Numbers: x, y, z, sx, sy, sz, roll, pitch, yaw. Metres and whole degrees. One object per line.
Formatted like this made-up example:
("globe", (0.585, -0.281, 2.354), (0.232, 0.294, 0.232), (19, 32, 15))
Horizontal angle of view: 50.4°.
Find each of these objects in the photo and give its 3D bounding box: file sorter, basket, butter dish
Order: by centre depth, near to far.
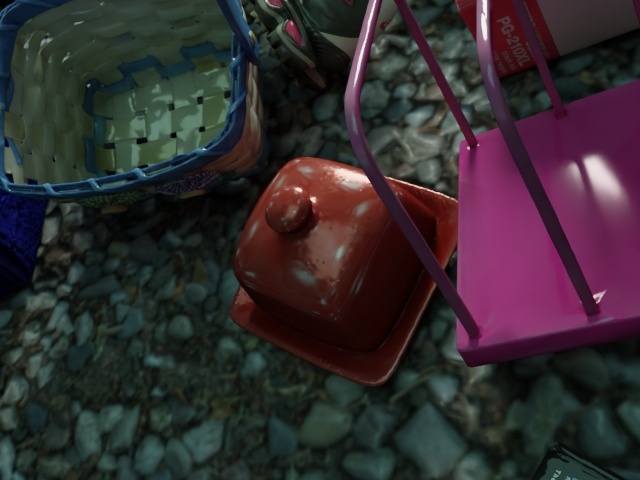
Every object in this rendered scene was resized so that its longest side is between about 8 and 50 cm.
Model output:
("file sorter", (0.182, -0.090, 0.360), (0.290, 0.182, 0.202), (-17, 39, 27))
("butter dish", (0.000, 0.000, 0.498), (0.160, 0.118, 0.160), (20, 75, 34))
("basket", (-0.165, -0.136, 0.537), (0.254, 0.289, 0.201), (-11, 70, 15))

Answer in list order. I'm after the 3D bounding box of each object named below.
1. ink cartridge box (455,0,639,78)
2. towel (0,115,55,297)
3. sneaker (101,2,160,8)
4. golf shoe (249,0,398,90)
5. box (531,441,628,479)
("ink cartridge box", (0.223, -0.252, 0.513), (0.237, 0.100, 0.172), (-15, 59, 27))
("towel", (-0.332, -0.097, 0.616), (0.076, 0.308, 0.228), (3, 65, 7))
("sneaker", (-0.185, -0.250, 0.719), (0.111, 0.103, 0.252), (-58, 24, 6))
("golf shoe", (-0.036, -0.274, 0.646), (0.120, 0.105, 0.273), (-34, 78, 7))
("box", (0.147, 0.269, 0.316), (0.216, 0.060, 0.270), (27, 80, 35))
